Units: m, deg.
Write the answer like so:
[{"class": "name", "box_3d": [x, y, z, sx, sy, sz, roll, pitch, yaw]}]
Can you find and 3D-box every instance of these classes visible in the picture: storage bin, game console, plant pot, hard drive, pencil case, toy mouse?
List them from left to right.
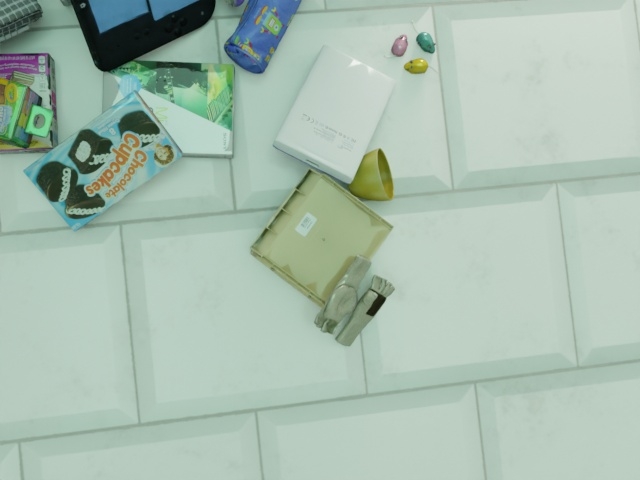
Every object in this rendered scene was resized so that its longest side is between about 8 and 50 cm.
[{"class": "game console", "box_3d": [-0.408, -0.602, 1.672, 0.342, 0.386, 0.060, -36, 59, -22]}, {"class": "pencil case", "box_3d": [-0.131, -0.572, 1.831, 0.133, 0.119, 0.306, 32, 82, -46]}, {"class": "storage bin", "box_3d": [0.000, 0.000, 1.824, 0.260, 0.123, 0.262, 37, 84, -3]}, {"class": "hard drive", "box_3d": [0.039, -0.318, 1.832, 0.210, 0.040, 0.319, 26, 65, -5]}, {"class": "plant pot", "box_3d": [0.120, -0.156, 1.853, 0.095, 0.134, 0.134, -13, 89, 18]}, {"class": "toy mouse", "box_3d": [0.245, -0.510, 1.923, 0.161, 0.031, 0.143, 3, 87, -7]}]

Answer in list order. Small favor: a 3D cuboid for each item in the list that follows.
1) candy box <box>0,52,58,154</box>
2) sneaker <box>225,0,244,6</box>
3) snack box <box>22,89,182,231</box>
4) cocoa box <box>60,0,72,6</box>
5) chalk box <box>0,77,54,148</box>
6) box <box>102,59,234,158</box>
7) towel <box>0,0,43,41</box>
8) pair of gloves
[{"class": "candy box", "box_3d": [-0.725, -0.329, 1.777, 0.159, 0.071, 0.233, -4, 88, -8]}, {"class": "sneaker", "box_3d": [-0.187, -0.719, 1.826, 0.146, 0.102, 0.293, -5, 73, -13]}, {"class": "snack box", "box_3d": [-0.513, -0.188, 1.753, 0.322, 0.060, 0.187, -35, 108, 3]}, {"class": "cocoa box", "box_3d": [-0.596, -0.784, 1.733, 0.228, 0.231, 0.347, -26, 90, -8]}, {"class": "chalk box", "box_3d": [-0.722, -0.293, 1.672, 0.213, 0.132, 0.132, 14, 87, -5]}, {"class": "box", "box_3d": [-0.374, -0.325, 1.826, 0.322, 0.058, 0.232, 0, 87, -8]}, {"class": "towel", "box_3d": [-0.806, -0.554, 1.668, 0.283, 0.121, 0.235, -40, 94, -30]}, {"class": "pair of gloves", "box_3d": [0.086, 0.154, 1.780, 0.042, 0.240, 0.204, 32, 83, 32]}]
